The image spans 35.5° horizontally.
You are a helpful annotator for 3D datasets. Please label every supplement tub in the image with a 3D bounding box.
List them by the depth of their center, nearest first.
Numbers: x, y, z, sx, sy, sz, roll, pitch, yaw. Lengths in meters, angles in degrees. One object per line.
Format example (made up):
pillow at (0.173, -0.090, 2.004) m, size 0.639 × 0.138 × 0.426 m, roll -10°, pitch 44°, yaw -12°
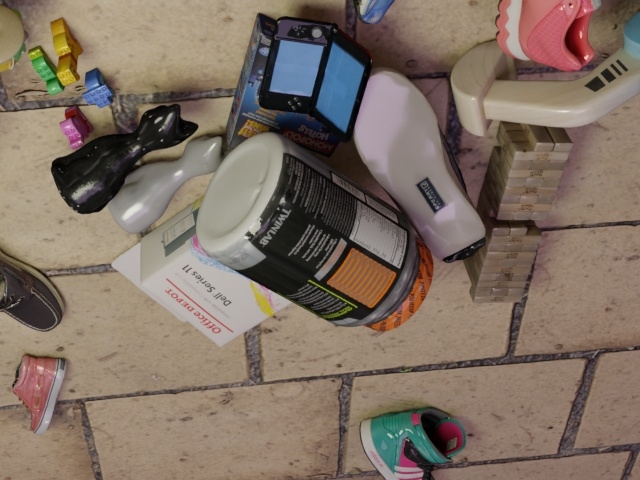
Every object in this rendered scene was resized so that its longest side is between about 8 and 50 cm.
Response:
supplement tub at (0.000, 0.000, 1.409) m, size 0.316 × 0.193 × 0.193 m, roll 32°, pitch 120°, yaw -33°

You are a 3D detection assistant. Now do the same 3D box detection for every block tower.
block tower at (0.314, -0.048, 1.639) m, size 0.091 × 0.097 × 0.335 m, roll 0°, pitch 130°, yaw -10°

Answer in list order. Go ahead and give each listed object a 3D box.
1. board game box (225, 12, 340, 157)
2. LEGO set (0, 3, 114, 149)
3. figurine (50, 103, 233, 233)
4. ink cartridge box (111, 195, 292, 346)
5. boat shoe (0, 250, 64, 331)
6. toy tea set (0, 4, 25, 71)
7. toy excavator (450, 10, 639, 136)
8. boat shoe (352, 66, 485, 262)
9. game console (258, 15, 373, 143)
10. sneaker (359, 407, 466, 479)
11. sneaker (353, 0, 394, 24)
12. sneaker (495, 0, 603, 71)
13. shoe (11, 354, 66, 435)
board game box at (-0.049, -0.203, 1.458) m, size 0.194 × 0.060 × 0.194 m, roll 20°, pitch 126°, yaw -25°
LEGO set at (-0.352, -0.220, 1.369) m, size 0.087 × 0.093 × 0.227 m, roll -22°, pitch 131°, yaw 10°
figurine at (-0.244, -0.109, 1.459) m, size 0.209 × 0.092 × 0.215 m, roll -31°, pitch 159°, yaw 12°
ink cartridge box at (-0.147, 0.037, 1.615) m, size 0.353 × 0.119 × 0.207 m, roll -33°, pitch 128°, yaw 18°
boat shoe at (-0.522, 0.070, 1.601) m, size 0.103 × 0.092 × 0.285 m, roll -25°, pitch 131°, yaw 13°
toy tea set at (-0.472, -0.214, 1.229) m, size 0.200 × 0.336 × 0.124 m, roll 34°, pitch 159°, yaw 6°
toy excavator at (0.463, -0.239, 1.375) m, size 0.445 × 0.433 × 0.222 m, roll -36°, pitch 138°, yaw -14°
boat shoe at (0.128, -0.128, 1.500) m, size 0.127 × 0.158 × 0.340 m, roll -28°, pitch 120°, yaw 4°
game console at (-0.010, -0.216, 1.356) m, size 0.124 × 0.085 × 0.144 m, roll 5°, pitch 128°, yaw -15°
sneaker at (0.223, 0.439, 2.046) m, size 0.178 × 0.124 × 0.295 m, roll -21°, pitch 131°, yaw 22°
sneaker at (0.163, -0.398, 1.275) m, size 0.147 × 0.130 × 0.330 m, roll 28°, pitch 122°, yaw -27°
sneaker at (0.298, -0.344, 1.240) m, size 0.116 × 0.136 × 0.314 m, roll -37°, pitch 141°, yaw -19°
shoe at (-0.520, 0.278, 1.812) m, size 0.081 × 0.063 × 0.178 m, roll 13°, pitch 123°, yaw -19°
